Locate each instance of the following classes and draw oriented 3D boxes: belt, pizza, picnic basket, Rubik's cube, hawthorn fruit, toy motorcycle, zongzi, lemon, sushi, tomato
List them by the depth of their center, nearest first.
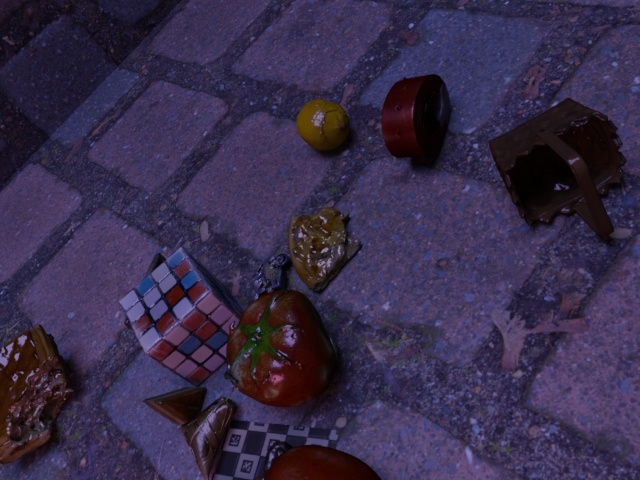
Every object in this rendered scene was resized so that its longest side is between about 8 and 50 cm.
[{"bbox_3d":[-0.002,0.572,1.340,0.312,0.295,0.295,-23,47,9],"label":"hawthorn fruit"},{"bbox_3d":[-0.156,0.611,1.549,0.343,0.064,0.359,-3,54,30],"label":"sushi"},{"bbox_3d":[0.602,-0.172,1.559,0.291,0.254,0.321,-30,32,11],"label":"picnic basket"},{"bbox_3d":[-0.090,0.288,1.643,0.304,0.239,0.303,-22,52,31],"label":"tomato"},{"bbox_3d":[-0.263,0.514,1.683,0.189,0.081,0.178,-38,49,0],"label":"zongzi"},{"bbox_3d":[-0.388,0.224,1.864,0.253,0.259,0.256,-41,45,-4],"label":"Rubik's cube"},{"bbox_3d":[0.000,0.000,1.924,0.223,0.089,0.323,-30,46,12],"label":"pizza"},{"bbox_3d":[-0.163,0.126,1.941,0.124,0.061,0.193,-10,52,30],"label":"toy motorcycle"},{"bbox_3d":[0.299,-0.383,1.943,0.115,0.227,0.324,1,38,32],"label":"belt"},{"bbox_3d":[0.007,-0.397,2.167,0.180,0.180,0.193,-43,66,-4],"label":"lemon"}]

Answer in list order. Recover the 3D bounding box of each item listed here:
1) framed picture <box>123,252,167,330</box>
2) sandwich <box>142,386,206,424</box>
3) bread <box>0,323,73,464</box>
[{"bbox_3d":[-0.518,0.193,2.019,0.023,0.189,0.259,0,55,26],"label":"framed picture"},{"bbox_3d":[-0.406,0.434,1.775,0.079,0.163,0.113,-5,52,28],"label":"sandwich"},{"bbox_3d":[-0.941,0.500,2.047,0.314,0.191,0.370,-34,57,-3],"label":"bread"}]
